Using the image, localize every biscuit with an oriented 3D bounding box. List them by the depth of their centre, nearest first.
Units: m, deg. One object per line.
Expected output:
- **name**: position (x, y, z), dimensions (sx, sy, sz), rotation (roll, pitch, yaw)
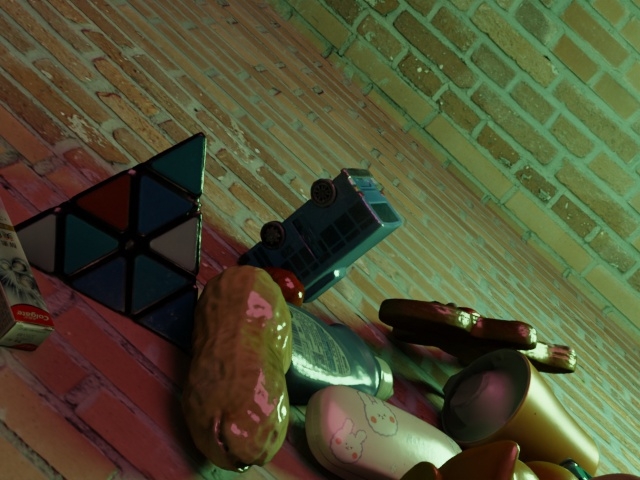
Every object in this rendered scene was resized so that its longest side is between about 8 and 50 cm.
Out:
- **biscuit**: position (0.262, 0.155, 1.721), dimensions (0.432, 0.283, 0.064), rotation (25, 70, -43)

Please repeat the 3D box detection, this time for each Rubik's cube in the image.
- **Rubik's cube**: position (-0.250, -0.056, 1.296), dimensions (0.284, 0.250, 0.234), rotation (28, 5, -25)

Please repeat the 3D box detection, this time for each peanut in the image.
- **peanut**: position (-0.096, 0.148, 1.178), dimensions (0.130, 0.130, 0.290), rotation (34, 31, -23)

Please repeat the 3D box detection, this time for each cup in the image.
- **cup**: position (0.326, 0.312, 1.669), dimensions (0.264, 0.182, 0.226), rotation (42, -14, -24)

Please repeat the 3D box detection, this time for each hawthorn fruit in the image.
- **hawthorn fruit**: position (-0.065, 0.083, 1.482), dimensions (0.093, 0.093, 0.093), rotation (37, 20, -16)

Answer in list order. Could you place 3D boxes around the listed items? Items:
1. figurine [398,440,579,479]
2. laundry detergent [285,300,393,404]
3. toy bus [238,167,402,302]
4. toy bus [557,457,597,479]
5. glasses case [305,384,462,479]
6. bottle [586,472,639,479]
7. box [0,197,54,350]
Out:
- **figurine**: position (0.232, 0.347, 1.264), dimensions (0.228, 0.215, 0.215), rotation (46, 13, -40)
- **laundry detergent**: position (-0.001, 0.172, 1.400), dimensions (0.290, 0.094, 0.143), rotation (27, 30, -47)
- **toy bus**: position (0.000, 0.000, 1.556), dimensions (0.134, 0.234, 0.116), rotation (55, 21, 11)
- **toy bus**: position (0.460, 0.477, 1.569), dimensions (0.256, 0.128, 0.147), rotation (38, 8, -12)
- **glasses case**: position (0.097, 0.286, 1.340), dimensions (0.296, 0.075, 0.113), rotation (31, 42, -33)
- **bottle**: position (0.465, 0.485, 1.414), dimensions (0.206, 0.173, 0.297), rotation (-38, 103, -33)
- **box**: position (-0.354, 0.026, 1.084), dimensions (0.055, 0.039, 0.218), rotation (19, 30, -51)
